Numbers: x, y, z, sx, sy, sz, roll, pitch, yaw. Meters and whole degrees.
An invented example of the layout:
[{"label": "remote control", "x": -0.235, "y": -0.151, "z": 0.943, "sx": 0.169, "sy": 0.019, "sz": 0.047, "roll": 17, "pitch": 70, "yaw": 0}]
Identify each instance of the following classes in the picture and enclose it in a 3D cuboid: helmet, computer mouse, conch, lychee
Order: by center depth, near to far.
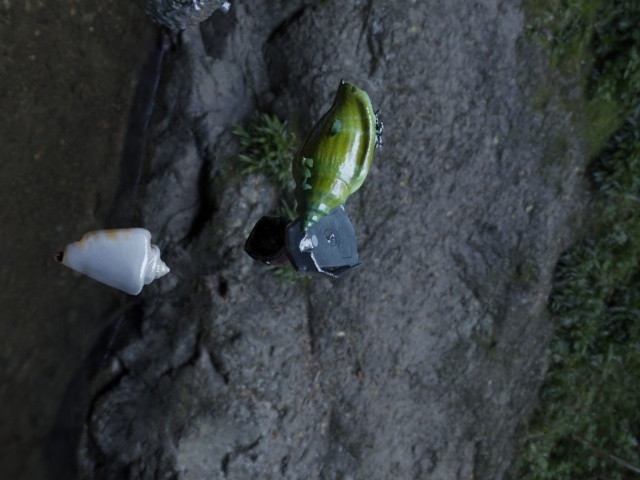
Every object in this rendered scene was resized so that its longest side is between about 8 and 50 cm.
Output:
[{"label": "conch", "x": 0.016, "y": -0.102, "z": 0.852, "sx": 0.201, "sy": 0.095, "sz": 0.079, "roll": -59, "pitch": 174, "yaw": 2}, {"label": "conch", "x": -0.331, "y": 0.026, "z": 1.075, "sx": 0.104, "sy": 0.176, "sz": 0.094, "roll": -43, "pitch": -153, "yaw": 53}, {"label": "computer mouse", "x": -0.002, "y": 0.003, "z": 1.102, "sx": 0.231, "sy": 0.071, "sz": 0.126, "roll": -19, "pitch": 91, "yaw": -63}, {"label": "helmet", "x": -0.081, "y": 0.008, "z": 1.249, "sx": 0.070, "sy": 0.123, "sz": 0.098, "roll": 41, "pitch": 70, "yaw": -46}, {"label": "lychee", "x": -0.289, "y": -0.564, "z": 1.337, "sx": 0.274, "sy": 0.255, "sz": 0.255, "roll": 43, "pitch": 63, "yaw": -31}]
